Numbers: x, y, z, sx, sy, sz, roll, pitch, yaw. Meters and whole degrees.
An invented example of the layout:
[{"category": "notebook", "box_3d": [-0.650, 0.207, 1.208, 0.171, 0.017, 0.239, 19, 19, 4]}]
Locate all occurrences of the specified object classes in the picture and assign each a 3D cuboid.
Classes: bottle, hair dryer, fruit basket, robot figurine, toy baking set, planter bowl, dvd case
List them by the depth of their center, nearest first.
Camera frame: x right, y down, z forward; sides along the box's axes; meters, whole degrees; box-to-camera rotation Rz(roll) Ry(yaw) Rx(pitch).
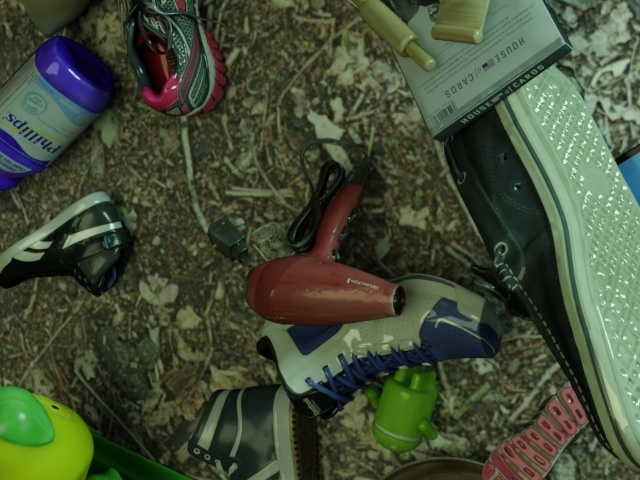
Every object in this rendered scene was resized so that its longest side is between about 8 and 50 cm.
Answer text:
[{"category": "dvd case", "box_3d": [0.155, -0.251, 1.513, 0.179, 0.030, 0.238, -35, 59, 23]}, {"category": "toy baking set", "box_3d": [0.119, -0.308, 1.523, 0.196, 0.030, 0.256, -52, 53, 8]}, {"category": "hair dryer", "box_3d": [0.000, 0.000, 1.595, 0.224, 0.080, 0.293, -40, 50, 1]}, {"category": "robot figurine", "box_3d": [0.103, 0.207, 1.671, 0.101, 0.067, 0.115, 27, 108, 33]}, {"category": "planter bowl", "box_3d": [-0.348, -0.360, 1.786, 0.109, 0.162, 0.162, -28, 83, 0]}, {"category": "fruit basket", "box_3d": [-0.360, 0.308, 1.787, 0.392, 0.283, 0.392, 13, 116, 26]}, {"category": "bottle", "box_3d": [-0.403, -0.149, 1.849, 0.118, 0.092, 0.283, 36, 118, -29]}]

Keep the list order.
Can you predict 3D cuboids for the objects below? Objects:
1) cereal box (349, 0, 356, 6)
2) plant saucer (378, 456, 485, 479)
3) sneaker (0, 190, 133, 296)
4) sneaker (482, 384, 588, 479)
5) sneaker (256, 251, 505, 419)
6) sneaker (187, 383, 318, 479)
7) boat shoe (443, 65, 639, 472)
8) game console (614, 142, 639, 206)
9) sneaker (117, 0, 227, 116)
[{"category": "cereal box", "box_3d": [0.088, -0.391, 1.615, 0.173, 0.047, 0.240, 38, 110, 15]}, {"category": "plant saucer", "box_3d": [0.176, 0.411, 1.671, 0.311, 0.050, 0.310, 3, 97, 25]}, {"category": "sneaker", "box_3d": [-0.350, 0.038, 1.865, 0.217, 0.079, 0.121, -35, 79, 24]}, {"category": "sneaker", "box_3d": [0.259, 0.231, 1.590, 0.063, 0.075, 0.170, 44, 101, 16]}, {"category": "sneaker", "box_3d": [0.052, 0.132, 1.619, 0.316, 0.127, 0.182, 9, 68, 31]}, {"category": "sneaker", "box_3d": [-0.087, 0.322, 1.759, 0.153, 0.099, 0.282, 0, 89, 21]}, {"category": "boat shoe", "box_3d": [0.258, 0.029, 1.458, 0.156, 0.187, 0.500, -42, 52, 35]}, {"category": "game console", "box_3d": [0.351, -0.037, 1.516, 0.122, 0.107, 0.071, -34, 121, 26]}, {"category": "sneaker", "box_3d": [-0.207, -0.304, 1.736, 0.121, 0.112, 0.299, -22, 86, 27]}]
